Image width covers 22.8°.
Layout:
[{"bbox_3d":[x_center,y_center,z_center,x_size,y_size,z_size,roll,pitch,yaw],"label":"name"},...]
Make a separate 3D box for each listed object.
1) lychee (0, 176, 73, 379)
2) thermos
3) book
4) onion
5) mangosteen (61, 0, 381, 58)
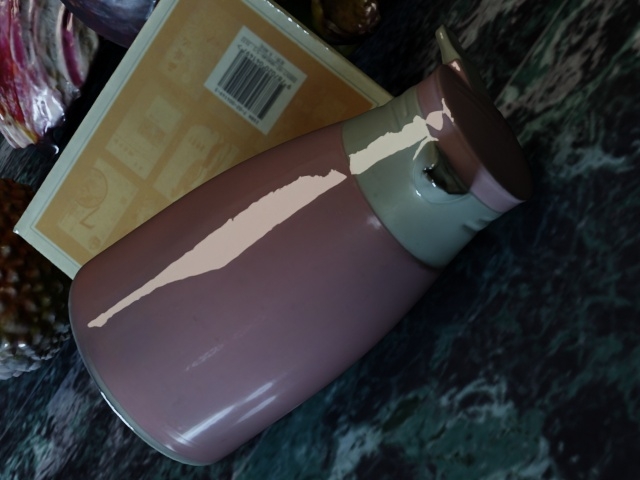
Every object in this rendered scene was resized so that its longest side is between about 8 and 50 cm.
[{"bbox_3d":[-0.272,0.028,1.271,0.165,0.165,0.197,-52,57,9],"label":"lychee"},{"bbox_3d":[0.000,0.000,0.934,0.265,0.146,0.176,-35,9,21],"label":"thermos"},{"bbox_3d":[-0.079,-0.047,1.045,0.242,0.170,0.018,-53,-8,21],"label":"book"},{"bbox_3d":[-0.278,-0.240,1.572,0.280,0.146,0.314,-4,62,60],"label":"onion"},{"bbox_3d":[-0.073,-0.258,1.148,0.311,0.311,0.311,-37,35,31],"label":"mangosteen"}]
